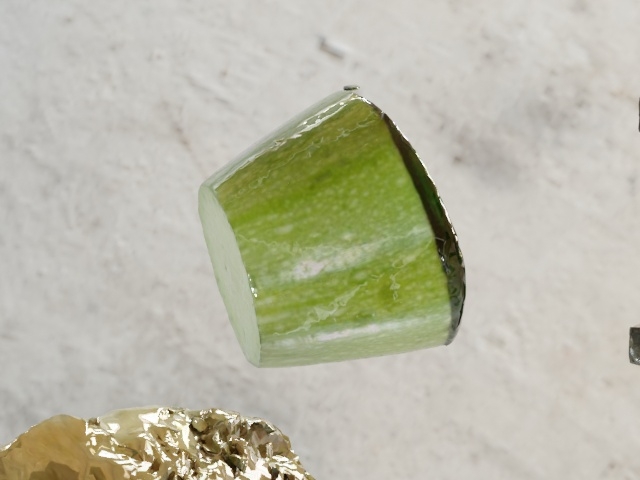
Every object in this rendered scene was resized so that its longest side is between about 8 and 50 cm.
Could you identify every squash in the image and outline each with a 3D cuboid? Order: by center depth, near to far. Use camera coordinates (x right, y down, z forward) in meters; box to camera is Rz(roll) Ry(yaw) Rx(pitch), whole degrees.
[{"bbox_3d":[0.000,0.000,1.021,0.123,0.170,0.170,-18,59,-12],"label":"squash"}]

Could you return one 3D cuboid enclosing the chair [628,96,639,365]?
[{"bbox_3d":[0.363,-0.008,1.342,0.240,0.416,0.203,0,92,9],"label":"chair"}]

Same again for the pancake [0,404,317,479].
[{"bbox_3d":[-0.055,0.216,0.495,0.065,0.356,0.356,-6,38,32],"label":"pancake"}]
